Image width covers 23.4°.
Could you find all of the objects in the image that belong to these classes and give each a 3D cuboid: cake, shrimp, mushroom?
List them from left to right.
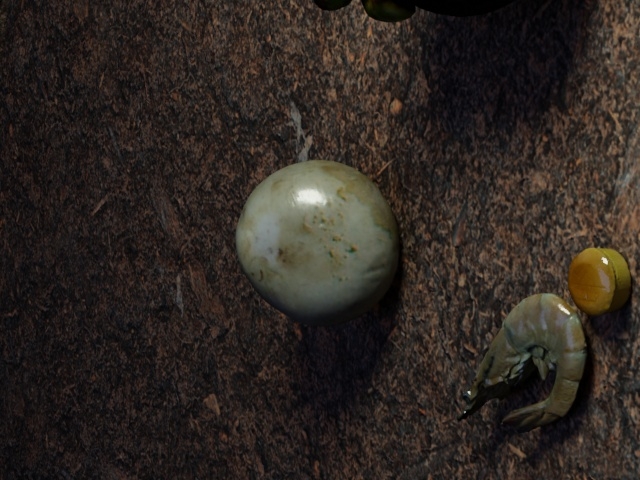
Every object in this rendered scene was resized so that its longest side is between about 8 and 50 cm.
[{"bbox_3d":[0.000,0.000,2.277,0.243,0.243,0.243,11,102,58],"label":"mushroom"},{"bbox_3d":[0.268,0.178,1.975,0.145,0.059,0.254,49,129,31],"label":"shrimp"},{"bbox_3d":[0.334,0.049,1.861,0.084,0.044,0.084,16,109,56],"label":"cake"}]

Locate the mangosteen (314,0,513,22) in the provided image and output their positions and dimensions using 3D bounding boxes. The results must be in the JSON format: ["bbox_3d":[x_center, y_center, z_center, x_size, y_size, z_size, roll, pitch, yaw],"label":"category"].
[{"bbox_3d":[0.126,-0.406,1.864,0.359,0.306,0.306,-22,69,12],"label":"mangosteen"}]
